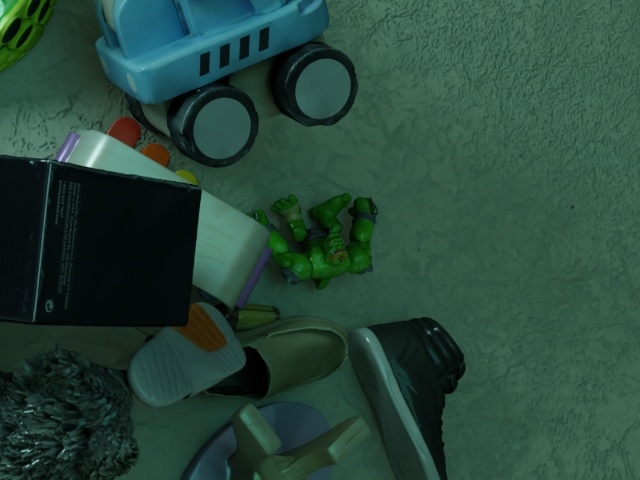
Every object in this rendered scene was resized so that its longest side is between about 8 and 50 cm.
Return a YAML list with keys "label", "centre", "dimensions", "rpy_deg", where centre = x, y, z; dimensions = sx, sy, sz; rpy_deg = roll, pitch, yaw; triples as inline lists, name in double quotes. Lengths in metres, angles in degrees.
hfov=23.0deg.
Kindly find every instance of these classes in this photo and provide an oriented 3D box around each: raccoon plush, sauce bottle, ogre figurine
- label: "raccoon plush"
  centre: [-0.385, 0.302, 1.786]
  dimensions: [0.216, 0.299, 0.446]
  rpy_deg: [43, 63, -18]
- label: "sauce bottle"
  centre: [-0.118, 0.104, 2.133]
  dimensions: [0.128, 0.042, 0.042]
  rpy_deg: [8, 77, -28]
- label: "ogre figurine"
  centre: [0.000, 0.000, 2.197]
  dimensions: [0.197, 0.097, 0.118]
  rpy_deg: [2, 61, -46]

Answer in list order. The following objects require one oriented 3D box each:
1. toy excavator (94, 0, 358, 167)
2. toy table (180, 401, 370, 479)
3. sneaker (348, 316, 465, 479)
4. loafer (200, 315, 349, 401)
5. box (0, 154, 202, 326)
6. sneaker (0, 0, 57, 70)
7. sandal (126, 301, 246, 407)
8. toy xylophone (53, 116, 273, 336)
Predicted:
- label: "toy excavator"
  centre: [-0.214, -0.315, 1.962]
  dimensions: [0.433, 0.222, 0.445]
  rpy_deg: [-24, 116, -17]
- label: "toy table"
  centre: [-0.059, 0.317, 2.060]
  dimensions: [0.252, 0.161, 0.274]
  rpy_deg: [44, 63, -17]
- label: "sneaker"
  centre: [0.159, 0.241, 2.233]
  dimensions: [0.147, 0.104, 0.295]
  rpy_deg: [-20, 87, -27]
- label: "loafer"
  centre: [-0.074, 0.168, 2.102]
  dimensions: [0.269, 0.092, 0.101]
  rpy_deg: [-8, 116, -25]
- label: "box"
  centre: [-0.339, 0.001, 1.798]
  dimensions: [0.294, 0.296, 0.182]
  rpy_deg: [6, 90, -61]
- label: "sneaker"
  centre: [-0.399, -0.349, 2.027]
  dimensions: [0.124, 0.109, 0.295]
  rpy_deg: [18, 78, 10]
- label: "sandal"
  centre: [-0.183, 0.149, 1.928]
  dimensions: [0.102, 0.076, 0.265]
  rpy_deg: [60, 26, 3]
- label: "toy xylophone"
  centre: [-0.224, -0.002, 2.040]
  dimensions: [0.323, 0.081, 0.236]
  rpy_deg: [39, 76, -12]
